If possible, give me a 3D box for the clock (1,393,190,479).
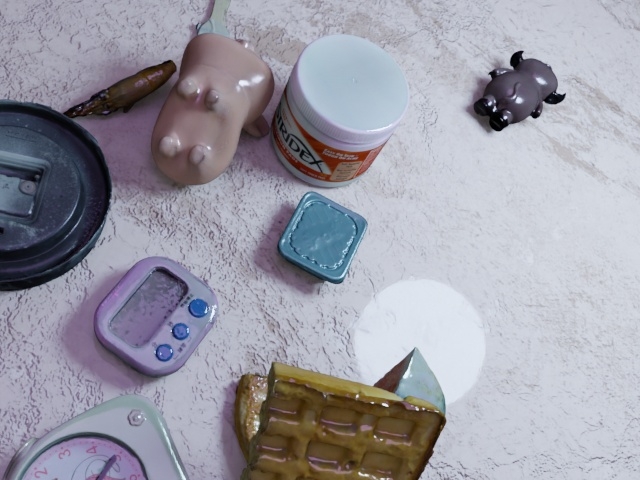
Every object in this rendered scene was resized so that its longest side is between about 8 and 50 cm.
[{"bbox_3d":[-0.381,0.421,1.135,0.324,0.109,0.265,-19,74,-24],"label":"clock"}]

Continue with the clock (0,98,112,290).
[{"bbox_3d":[-0.593,-0.088,1.323,0.385,0.076,0.387,7,64,-15],"label":"clock"}]

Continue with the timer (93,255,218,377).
[{"bbox_3d":[-0.306,0.142,1.313,0.190,0.069,0.209,36,61,1],"label":"timer"}]

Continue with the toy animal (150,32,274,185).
[{"bbox_3d":[-0.226,-0.270,1.458,0.237,0.269,0.327,26,92,-4],"label":"toy animal"}]

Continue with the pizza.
[{"bbox_3d":[-0.085,0.326,1.310,0.161,0.062,0.182,-17,67,-17],"label":"pizza"}]

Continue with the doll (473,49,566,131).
[{"bbox_3d":[0.513,-0.381,1.805,0.257,0.117,0.182,-40,84,-29],"label":"doll"}]

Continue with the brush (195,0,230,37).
[{"bbox_3d":[-0.245,-0.544,1.686,0.085,0.020,0.337,15,61,-11],"label":"brush"}]

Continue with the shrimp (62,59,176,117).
[{"bbox_3d":[-0.423,-0.309,1.502,0.262,0.117,0.066,-27,105,-5],"label":"shrimp"}]

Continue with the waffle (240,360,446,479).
[{"bbox_3d":[0.021,0.389,1.182,0.304,0.349,0.077,15,19,-8],"label":"waffle"}]

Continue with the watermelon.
[{"bbox_3d":[0.125,0.346,1.302,0.255,0.260,0.176,-3,53,-38],"label":"watermelon"}]

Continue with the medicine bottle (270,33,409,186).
[{"bbox_3d":[0.035,-0.276,1.526,0.252,0.241,0.253,8,63,-15],"label":"medicine bottle"}]

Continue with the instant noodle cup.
[{"bbox_3d":[0.000,0.000,1.482,0.157,0.070,0.179,28,61,-3],"label":"instant noodle cup"}]
